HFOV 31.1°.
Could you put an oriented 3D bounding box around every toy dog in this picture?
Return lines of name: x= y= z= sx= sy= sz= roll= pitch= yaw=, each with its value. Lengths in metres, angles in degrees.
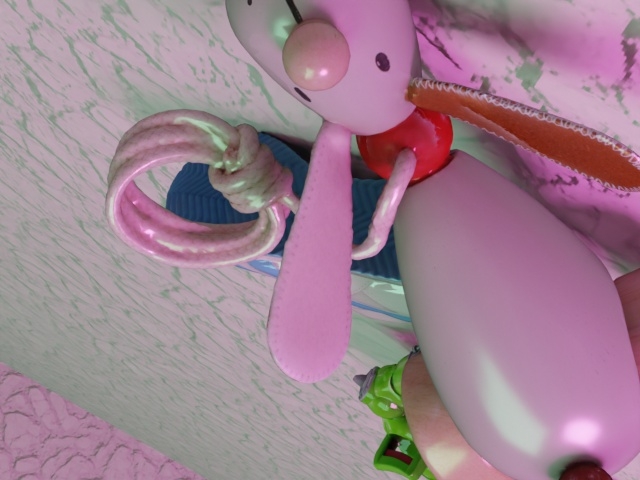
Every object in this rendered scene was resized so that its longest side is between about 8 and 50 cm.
toy dog: x=0.066 y=0.027 z=0.518 sx=0.333 sy=0.161 sz=0.220 roll=31 pitch=120 yaw=-21

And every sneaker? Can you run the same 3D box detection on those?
sneaker: x=0.000 y=0.000 z=0.709 sx=0.228 sy=0.087 sz=0.092 roll=19 pitch=159 yaw=33

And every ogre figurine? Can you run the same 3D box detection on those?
ogre figurine: x=0.103 y=0.149 z=0.920 sx=0.118 sy=0.097 sz=0.197 roll=-4 pitch=154 yaw=40
